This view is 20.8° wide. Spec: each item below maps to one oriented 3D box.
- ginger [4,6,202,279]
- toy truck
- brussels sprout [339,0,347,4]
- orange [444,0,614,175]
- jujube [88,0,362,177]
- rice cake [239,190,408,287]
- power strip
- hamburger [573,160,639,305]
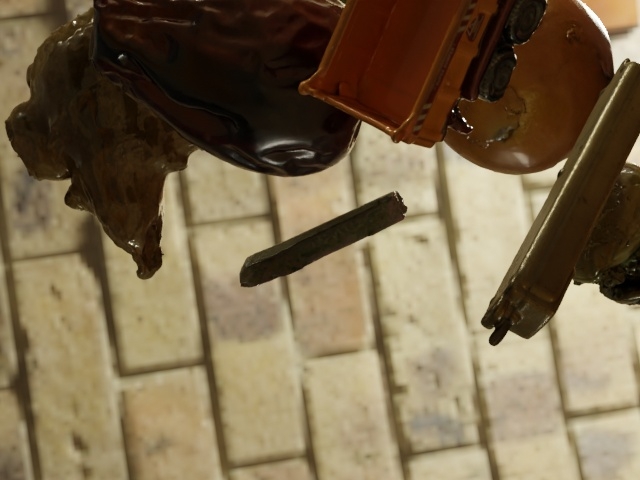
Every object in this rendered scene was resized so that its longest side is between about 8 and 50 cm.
[{"bbox_3d":[-0.205,-0.100,1.708,0.123,0.218,0.270,40,44,-63],"label":"ginger"},{"bbox_3d":[0.096,-0.204,1.241,0.114,0.135,0.270,30,-78,33],"label":"toy truck"},{"bbox_3d":[-0.084,-0.254,1.946,0.328,0.247,0.328,49,20,-24],"label":"brussels sprout"},{"bbox_3d":[0.243,-0.203,2.155,0.246,0.246,0.246,172,-90,-79],"label":"orange"},{"bbox_3d":[-0.073,-0.141,1.400,0.168,0.236,0.168,-164,-90,-83],"label":"jujube"},{"bbox_3d":[0.000,0.000,1.936,0.036,0.206,0.047,64,12,-5],"label":"rice cake"},{"bbox_3d":[0.204,-0.031,1.390,0.305,0.044,0.064,-58,-178,-32],"label":"power strip"},{"bbox_3d":[0.342,-0.004,1.953,0.159,0.131,0.185,-49,-149,10],"label":"hamburger"}]
